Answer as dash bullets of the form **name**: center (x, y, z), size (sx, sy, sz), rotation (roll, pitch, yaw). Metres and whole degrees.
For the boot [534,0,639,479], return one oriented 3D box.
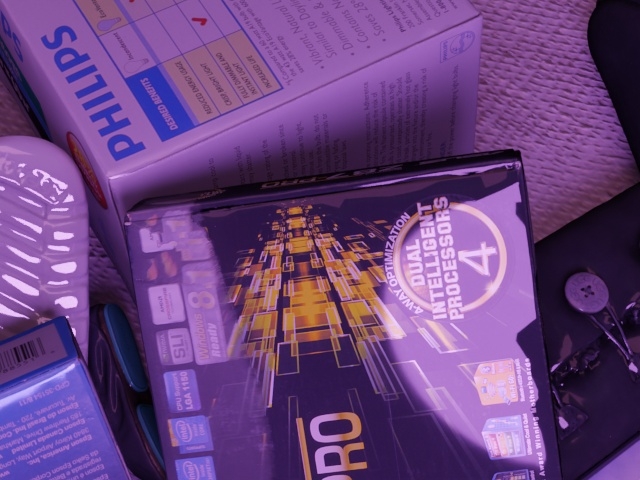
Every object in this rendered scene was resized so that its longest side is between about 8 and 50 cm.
- **boot**: center (0.234, -0.004, 1.578), size (0.445, 0.146, 0.367), rotation (-36, 65, -11)

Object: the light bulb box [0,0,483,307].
- **light bulb box**: center (-0.095, -0.182, 1.596), size (0.361, 0.225, 0.358), rotation (-25, 58, -14)

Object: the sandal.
- **sandal**: center (-0.279, 0.114, 1.491), size (0.169, 0.102, 0.416), rotation (13, 95, -13)

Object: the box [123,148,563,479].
- **box**: center (0.031, 0.140, 1.387), size (0.318, 0.097, 0.394), rotation (-6, 99, 8)

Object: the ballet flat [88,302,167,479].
- **ballet flat**: center (-0.178, 0.154, 1.543), size (0.074, 0.074, 0.203), rotation (-22, 70, -10)

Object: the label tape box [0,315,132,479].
- **label tape box**: center (-0.259, 0.263, 1.411), size (0.241, 0.333, 0.106), rotation (-22, 24, -9)

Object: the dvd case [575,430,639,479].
- **dvd case**: center (0.331, 0.281, 1.479), size (0.180, 0.022, 0.253), rotation (-35, 66, -15)
